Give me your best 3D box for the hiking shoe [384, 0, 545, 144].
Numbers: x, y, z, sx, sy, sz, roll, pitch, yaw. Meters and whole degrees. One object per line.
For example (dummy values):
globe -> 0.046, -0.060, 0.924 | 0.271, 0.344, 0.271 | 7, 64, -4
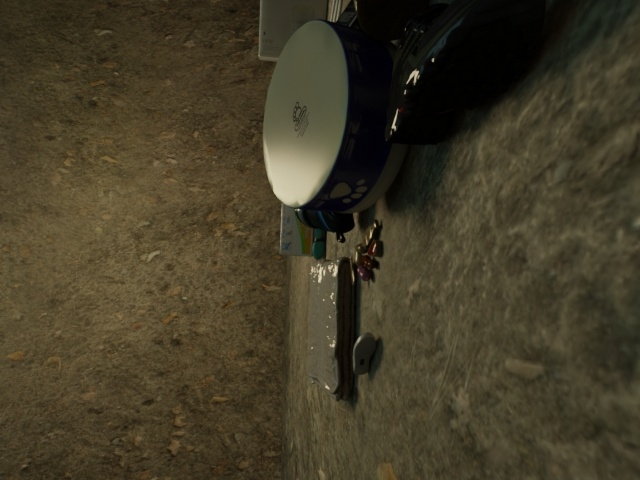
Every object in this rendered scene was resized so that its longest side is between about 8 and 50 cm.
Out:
hiking shoe -> 0.102, -0.166, 0.351 | 0.227, 0.086, 0.114 | 141, 127, -80

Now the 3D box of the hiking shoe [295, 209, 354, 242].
hiking shoe -> 0.050, -0.157, 0.755 | 0.132, 0.113, 0.304 | 25, 109, 48

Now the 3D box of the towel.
towel -> 0.015, 0.178, 0.860 | 0.187, 0.049, 0.282 | 168, 104, -69

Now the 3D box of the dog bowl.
dog bowl -> 0.011, -0.175, 0.602 | 0.265, 0.104, 0.265 | -1, 89, 59

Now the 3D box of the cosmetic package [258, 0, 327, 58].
cosmetic package -> -0.099, -0.745, 1.408 | 0.138, 0.224, 0.225 | -109, 23, -70

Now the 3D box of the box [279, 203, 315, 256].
box -> -0.058, -0.056, 1.254 | 0.114, 0.103, 0.203 | -5, -82, -78

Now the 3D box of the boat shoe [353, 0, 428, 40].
boat shoe -> 0.082, -0.411, 0.432 | 0.110, 0.121, 0.341 | -98, 12, -47

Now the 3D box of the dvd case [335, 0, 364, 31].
dvd case -> 0.020, -0.357, 0.768 | 0.239, 0.029, 0.179 | -51, 23, 20

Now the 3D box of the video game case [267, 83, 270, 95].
video game case -> -0.024, -0.283, 0.887 | 0.173, 0.190, 0.022 | -98, 26, -52

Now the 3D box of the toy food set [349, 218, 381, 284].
toy food set -> 0.081, 0.028, 0.681 | 0.122, 0.019, 0.078 | 120, 152, -56

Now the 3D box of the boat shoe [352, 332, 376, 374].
boat shoe -> 0.069, 0.179, 0.663 | 0.035, 0.035, 0.100 | -102, 10, -50

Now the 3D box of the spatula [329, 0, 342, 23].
spatula -> 0.029, -0.611, 1.206 | 0.242, 0.019, 0.168 | 101, 169, -48

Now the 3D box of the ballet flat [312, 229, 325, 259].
ballet flat -> 0.000, 0.000, 1.193 | 0.041, 0.041, 0.114 | -161, 73, -81
